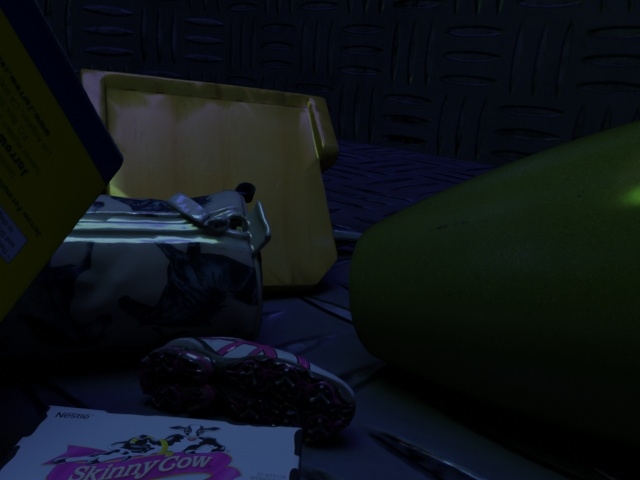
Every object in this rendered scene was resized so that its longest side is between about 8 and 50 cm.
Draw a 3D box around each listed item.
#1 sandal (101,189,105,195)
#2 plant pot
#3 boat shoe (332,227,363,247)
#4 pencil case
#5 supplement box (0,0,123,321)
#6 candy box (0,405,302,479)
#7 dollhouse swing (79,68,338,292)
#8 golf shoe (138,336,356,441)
[{"bbox_3d":[-0.262,-0.040,0.989,0.303,0.086,0.120,18,27,-9],"label":"sandal"},{"bbox_3d":[0.184,0.040,0.547,0.294,0.274,0.275,-4,10,31],"label":"plant pot"},{"bbox_3d":[0.000,0.000,0.980,0.142,0.040,0.049,3,7,-4],"label":"boat shoe"},{"bbox_3d":[-0.255,0.023,0.564,0.411,0.183,0.159,-1,46,-19],"label":"pencil case"},{"bbox_3d":[-0.304,0.001,0.308,0.194,0.195,0.356,10,53,21],"label":"supplement box"},{"bbox_3d":[-0.097,0.168,0.300,0.165,0.070,0.196,4,16,1],"label":"candy box"},{"bbox_3d":[-0.175,-0.060,0.904,0.347,0.304,0.315,0,-10,-25],"label":"dollhouse swing"},{"bbox_3d":[-0.054,0.112,0.516,0.186,0.067,0.086,9,15,19],"label":"golf shoe"}]
